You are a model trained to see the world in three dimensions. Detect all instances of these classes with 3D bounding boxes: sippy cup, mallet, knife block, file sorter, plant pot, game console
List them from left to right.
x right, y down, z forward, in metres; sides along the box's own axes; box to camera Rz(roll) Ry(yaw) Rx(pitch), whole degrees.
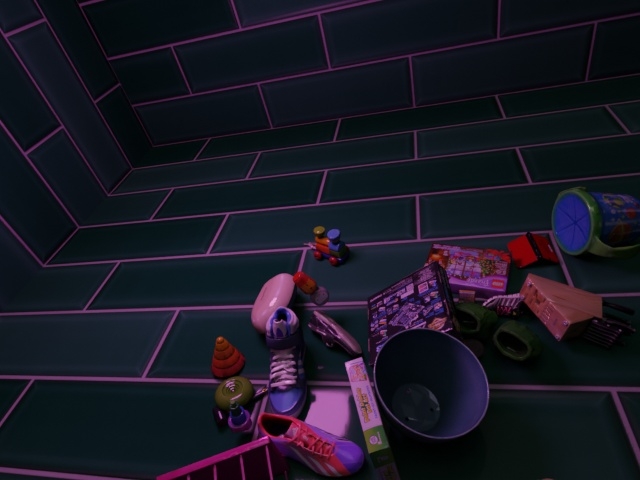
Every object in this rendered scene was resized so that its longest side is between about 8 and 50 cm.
[{"bbox_3d":[-0.222,0.658,1.032,0.290,0.202,0.182,-19,41,-3],"label":"file sorter"},{"bbox_3d":[-0.248,0.527,1.333,0.189,0.039,0.062,-20,37,-10],"label":"mallet"},{"bbox_3d":[0.276,0.413,1.127,0.289,0.196,0.290,1,47,-1],"label":"plant pot"},{"bbox_3d":[0.790,0.046,1.558,0.124,0.085,0.144,16,40,-9],"label":"game console"},{"bbox_3d":[0.794,0.203,1.277,0.241,0.088,0.276,-11,43,-14],"label":"knife block"},{"bbox_3d":[0.990,-0.071,1.480,0.223,0.240,0.306,-5,77,-3],"label":"sippy cup"}]

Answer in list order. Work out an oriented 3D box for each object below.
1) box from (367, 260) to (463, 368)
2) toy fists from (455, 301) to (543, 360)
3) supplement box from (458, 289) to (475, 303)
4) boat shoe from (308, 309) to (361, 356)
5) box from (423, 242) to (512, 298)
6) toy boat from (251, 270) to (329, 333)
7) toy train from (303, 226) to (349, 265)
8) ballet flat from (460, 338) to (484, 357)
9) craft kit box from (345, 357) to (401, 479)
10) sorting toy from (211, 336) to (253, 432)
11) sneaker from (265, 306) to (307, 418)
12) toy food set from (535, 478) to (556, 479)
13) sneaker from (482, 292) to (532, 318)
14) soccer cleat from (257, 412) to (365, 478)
[{"bbox_3d":[0.285,0.244,1.345,0.295,0.073,0.294,-34,30,26],"label":"box"},{"bbox_3d":[0.531,0.273,1.279,0.279,0.096,0.142,25,21,39],"label":"toy fists"},{"bbox_3d":[0.500,0.215,1.432,0.054,0.043,0.083,4,42,22],"label":"supplement box"},{"bbox_3d":[0.048,0.332,1.444,0.233,0.084,0.079,34,94,37],"label":"boat shoe"},{"bbox_3d":[0.535,0.108,1.538,0.293,0.057,0.201,7,45,27],"label":"box"},{"bbox_3d":[-0.117,0.223,1.532,0.318,0.148,0.268,-32,25,37],"label":"toy boat"},{"bbox_3d":[0.000,0.000,1.792,0.247,0.144,0.105,19,50,36],"label":"toy train"},{"bbox_3d":[0.379,0.356,1.299,0.249,0.084,0.058,-17,-6,5],"label":"ballet flat"},{"bbox_3d":[0.137,0.477,1.080,0.060,0.250,0.247,-19,37,-1],"label":"craft kit box"},{"bbox_3d":[-0.294,0.436,1.346,0.126,0.126,0.365,-16,29,-13],"label":"sorting toy"},{"bbox_3d":[-0.123,0.365,1.317,0.130,0.236,0.323,-8,39,10],"label":"sneaker"},{"bbox_3d":[0.540,0.597,0.972,0.082,0.020,0.083,-9,39,10],"label":"toy food set"},{"bbox_3d":[0.614,0.222,1.367,0.170,0.063,0.075,-11,32,-1],"label":"sneaker"},{"bbox_3d":[-0.035,0.556,1.151,0.317,0.117,0.109,6,43,26],"label":"soccer cleat"}]
